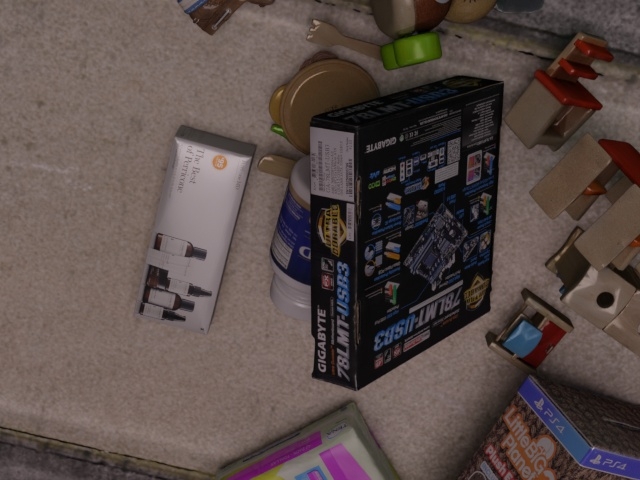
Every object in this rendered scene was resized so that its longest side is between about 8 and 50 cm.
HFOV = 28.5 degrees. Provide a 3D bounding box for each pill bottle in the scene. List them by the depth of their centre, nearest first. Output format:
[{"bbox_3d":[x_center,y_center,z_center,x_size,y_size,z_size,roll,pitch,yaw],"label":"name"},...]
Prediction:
[{"bbox_3d":[0.000,0.000,1.494,0.112,0.112,0.187,14,127,-3],"label":"pill bottle"}]

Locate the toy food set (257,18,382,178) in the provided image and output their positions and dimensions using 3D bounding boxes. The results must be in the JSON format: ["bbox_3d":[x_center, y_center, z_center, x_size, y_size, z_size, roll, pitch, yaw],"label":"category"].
[{"bbox_3d":[0.007,-0.159,1.496,0.132,0.038,0.192,16,109,-18],"label":"toy food set"}]

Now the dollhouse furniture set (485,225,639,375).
[{"bbox_3d":[0.313,0.107,1.527,0.129,0.129,0.184,35,106,-10],"label":"dollhouse furniture set"}]

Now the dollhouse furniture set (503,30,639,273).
[{"bbox_3d":[0.337,-0.094,1.401,0.135,0.262,0.259,-49,64,26],"label":"dollhouse furniture set"}]

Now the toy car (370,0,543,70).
[{"bbox_3d":[0.153,-0.285,1.401,0.188,0.149,0.155,-13,96,-7],"label":"toy car"}]

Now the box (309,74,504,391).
[{"bbox_3d":[0.101,-0.018,1.417,0.073,0.295,0.293,16,115,35],"label":"box"}]

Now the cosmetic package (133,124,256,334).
[{"bbox_3d":[-0.154,-0.011,1.540,0.098,0.060,0.239,14,109,-4],"label":"cosmetic package"}]

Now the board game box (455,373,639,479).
[{"bbox_3d":[0.292,0.339,1.554,0.232,0.141,0.291,18,112,-35],"label":"board game box"}]

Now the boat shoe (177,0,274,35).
[{"bbox_3d":[-0.073,-0.302,1.440,0.183,0.066,0.066,-30,111,22],"label":"boat shoe"}]

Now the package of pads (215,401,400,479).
[{"bbox_3d":[0.013,0.391,1.651,0.229,0.101,0.297,-28,105,10],"label":"package of pads"}]
